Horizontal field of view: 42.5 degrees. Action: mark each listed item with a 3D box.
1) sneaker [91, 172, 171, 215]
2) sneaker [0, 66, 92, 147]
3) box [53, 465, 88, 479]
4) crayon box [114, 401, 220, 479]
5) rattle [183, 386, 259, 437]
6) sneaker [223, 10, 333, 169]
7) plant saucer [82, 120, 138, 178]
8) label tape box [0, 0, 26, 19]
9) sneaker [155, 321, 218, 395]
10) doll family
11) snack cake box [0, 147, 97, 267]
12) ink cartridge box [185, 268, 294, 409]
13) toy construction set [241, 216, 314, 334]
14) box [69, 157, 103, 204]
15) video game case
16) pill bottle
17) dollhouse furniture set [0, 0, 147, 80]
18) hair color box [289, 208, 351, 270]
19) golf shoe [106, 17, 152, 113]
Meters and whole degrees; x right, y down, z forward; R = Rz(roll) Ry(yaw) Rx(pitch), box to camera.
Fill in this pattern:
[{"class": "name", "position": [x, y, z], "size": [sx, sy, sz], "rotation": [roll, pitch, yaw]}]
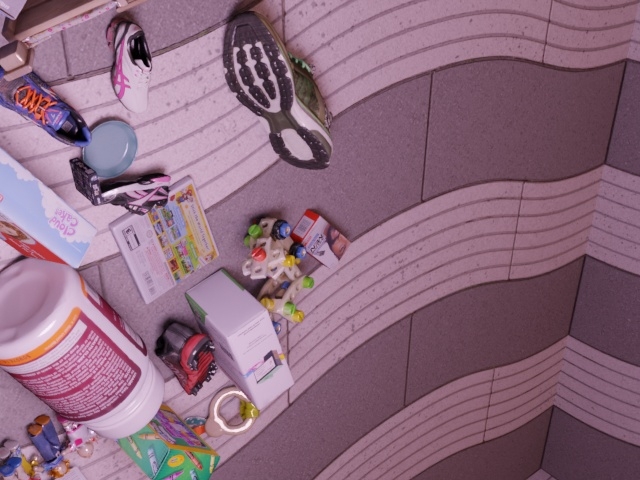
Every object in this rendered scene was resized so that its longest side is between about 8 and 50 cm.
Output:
[{"class": "sneaker", "position": [-0.375, -0.084, 1.658], "size": [0.178, 0.072, 0.077], "rotation": [-15, 108, -38]}, {"class": "sneaker", "position": [-0.485, -0.235, 1.453], "size": [0.221, 0.087, 0.083], "rotation": [34, 88, -50]}, {"class": "box", "position": [-0.582, 0.642, 1.857], "size": [0.182, 0.119, 0.181], "rotation": [-32, 144, -28]}, {"class": "crayon box", "position": [-0.373, 0.432, 1.836], "size": [0.165, 0.278, 0.081], "rotation": [28, 92, -50]}, {"class": "rattle", "position": [-0.261, 0.459, 2.160], "size": [0.200, 0.143, 0.130], "rotation": [-34, 103, -6]}, {"class": "sneaker", "position": [-0.078, -0.346, 1.797], "size": [0.410, 0.158, 0.182], "rotation": [62, 36, -44]}, {"class": "plant saucer", "position": [-0.415, -0.180, 1.609], "size": [0.119, 0.021, 0.119], "rotation": [-25, 129, -34]}, {"class": "label tape box", "position": [-0.447, -0.512, 1.198], "size": [0.106, 0.241, 0.333], "rotation": [31, 90, -50]}, {"class": "sneaker", "position": [-0.319, 0.274, 1.937], "size": [0.097, 0.135, 0.276], "rotation": [-51, 164, -28]}, {"class": "doll family", "position": [-0.604, 0.474, 1.780], "size": [0.263, 0.118, 0.163], "rotation": [-45, 135, -43]}, {"class": "snack cake box", "position": [-0.539, -0.061, 1.442], "size": [0.264, 0.152, 0.089], "rotation": [51, 55, -48]}, {"class": "ink cartridge box", "position": [-0.189, 0.237, 1.954], "size": [0.117, 0.201, 0.278], "rotation": [-34, 135, -20]}, {"class": "toy construction set", "position": [-0.116, 0.073, 1.950], "size": [0.327, 0.151, 0.215], "rotation": [74, 36, -59]}, {"class": "box", "position": [-0.448, -0.113, 1.569], "size": [0.018, 0.083, 0.067], "rotation": [-27, 130, -30]}, {"class": "video game case", "position": [-0.336, 0.001, 1.800], "size": [0.206, 0.026, 0.227], "rotation": [-36, 134, -24]}, {"class": "pill bottle", "position": [-0.485, 0.226, 1.637], "size": [0.224, 0.224, 0.392], "rotation": [-45, 138, -15]}, {"class": "dollhouse furniture set", "position": [-0.316, -0.381, 1.317], "size": [0.303, 0.355, 0.173], "rotation": [-19, 138, 14]}, {"class": "hair color box", "position": [0.000, 0.000, 2.118], "size": [0.093, 0.053, 0.167], "rotation": [-56, 141, -4]}, {"class": "golf shoe", "position": [-0.350, -0.317, 1.540], "size": [0.067, 0.086, 0.186], "rotation": [-30, 134, -32]}]
